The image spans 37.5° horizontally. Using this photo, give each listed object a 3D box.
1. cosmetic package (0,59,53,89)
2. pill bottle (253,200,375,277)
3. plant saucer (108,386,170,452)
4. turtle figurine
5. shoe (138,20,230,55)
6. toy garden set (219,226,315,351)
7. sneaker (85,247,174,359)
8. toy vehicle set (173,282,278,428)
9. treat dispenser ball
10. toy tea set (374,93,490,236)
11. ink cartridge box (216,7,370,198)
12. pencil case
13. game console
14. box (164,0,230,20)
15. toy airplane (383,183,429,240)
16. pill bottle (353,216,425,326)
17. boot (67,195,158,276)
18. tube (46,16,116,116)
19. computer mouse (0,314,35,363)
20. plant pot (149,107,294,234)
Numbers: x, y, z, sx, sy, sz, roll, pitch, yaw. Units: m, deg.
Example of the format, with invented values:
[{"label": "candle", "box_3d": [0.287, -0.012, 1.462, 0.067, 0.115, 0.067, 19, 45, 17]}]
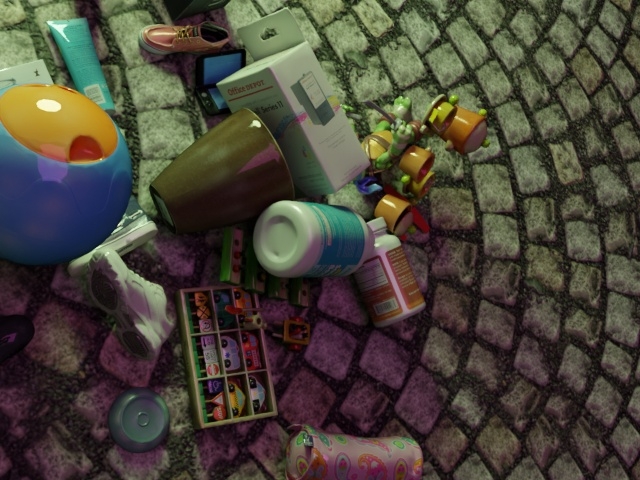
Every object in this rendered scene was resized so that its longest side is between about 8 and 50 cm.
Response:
[{"label": "cosmetic package", "box_3d": [-0.602, -0.124, 1.624, 0.377, 0.097, 0.285, -25, 89, -34]}, {"label": "pill bottle", "box_3d": [0.000, 0.000, 1.858, 0.264, 0.146, 0.146, 2, 75, -54]}, {"label": "plant saucer", "box_3d": [-0.326, 0.326, 1.718, 0.119, 0.021, 0.119, 9, 73, -30]}, {"label": "turtle figurine", "box_3d": [0.135, -0.263, 2.057, 0.266, 0.197, 0.275, -34, 99, -39]}, {"label": "shoe", "box_3d": [-0.274, -0.415, 1.909, 0.177, 0.081, 0.064, 1, 77, -32]}, {"label": "toy garden set", "box_3d": [-0.094, 0.100, 1.858, 0.244, 0.049, 0.204, 22, 64, -46]}, {"label": "sneaker", "box_3d": [-0.342, 0.100, 1.723, 0.115, 0.090, 0.232, -52, 130, -45]}, {"label": "toy vehicle set", "box_3d": [-0.184, 0.220, 1.826, 0.165, 0.035, 0.267, -5, 80, -33]}, {"label": "treat dispenser ball", "box_3d": [-0.442, -0.103, 1.486, 0.288, 0.288, 0.288, 9, 73, -30]}, {"label": "toy tea set", "box_3d": [0.253, -0.152, 2.040, 0.124, 0.336, 0.200, 34, 22, 18]}, {"label": "ink cartridge box", "box_3d": [-0.072, -0.263, 1.888, 0.119, 0.207, 0.354, -39, 109, -31]}, {"label": "pencil case", "box_3d": [0.064, 0.434, 1.875, 0.284, 0.124, 0.124, 14, 70, -27]}, {"label": "game console", "box_3d": [-0.192, -0.325, 1.939, 0.122, 0.071, 0.107, -17, 69, -33]}, {"label": "box", "box_3d": [-0.269, -0.613, 1.914, 0.143, 0.165, 0.270, -27, 92, -35]}, {"label": "toy airplane", "box_3d": [0.187, -0.059, 2.134, 0.151, 0.028, 0.151, 9, 72, -28]}, {"label": "pill bottle", "box_3d": [0.132, 0.066, 2.011, 0.121, 0.121, 0.216, -21, 89, -34]}, {"label": "boot", "box_3d": [-0.400, -0.008, 1.743, 0.190, 0.069, 0.086, -30, 78, -34]}, {"label": "tube", "box_3d": [-0.451, -0.331, 1.801, 0.080, 0.052, 0.207, -16, 81, -39]}, {"label": "computer mouse", "box_3d": [-0.585, 0.199, 1.580, 0.242, 0.041, 0.071, -37, 99, -33]}, {"label": "plant pot", "box_3d": [-0.204, -0.109, 1.819, 0.230, 0.215, 0.215, -29, 93, -18]}]
